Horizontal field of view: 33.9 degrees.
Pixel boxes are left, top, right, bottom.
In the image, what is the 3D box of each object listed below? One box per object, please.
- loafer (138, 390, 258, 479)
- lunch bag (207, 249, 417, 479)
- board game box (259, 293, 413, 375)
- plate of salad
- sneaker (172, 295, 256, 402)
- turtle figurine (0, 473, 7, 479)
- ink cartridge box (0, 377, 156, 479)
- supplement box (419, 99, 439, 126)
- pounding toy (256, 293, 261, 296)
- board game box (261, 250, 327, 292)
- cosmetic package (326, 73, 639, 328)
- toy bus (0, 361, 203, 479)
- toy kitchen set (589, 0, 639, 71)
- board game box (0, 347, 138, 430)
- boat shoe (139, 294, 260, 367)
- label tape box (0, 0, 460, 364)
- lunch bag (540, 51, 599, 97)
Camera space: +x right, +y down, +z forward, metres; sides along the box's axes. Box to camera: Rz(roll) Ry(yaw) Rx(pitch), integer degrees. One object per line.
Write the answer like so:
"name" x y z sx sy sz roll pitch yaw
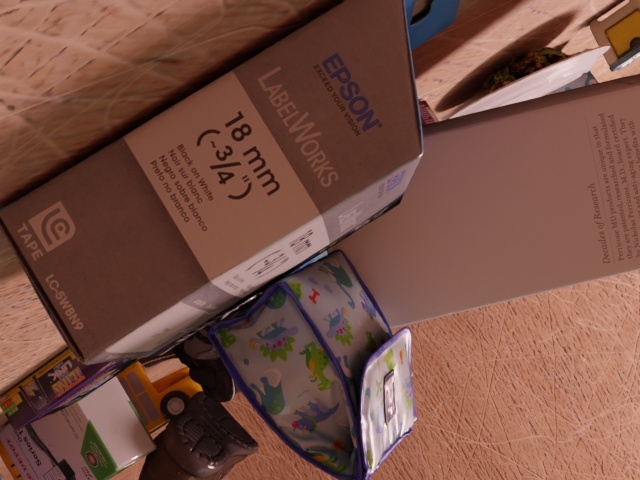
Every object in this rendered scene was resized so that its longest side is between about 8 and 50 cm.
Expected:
"loafer" -0.204 0.328 1.640 0.130 0.134 0.366 -45 170 4
"lunch bag" 0.009 0.095 0.772 0.096 0.151 0.129 -33 177 24
"board game box" -0.011 0.204 1.995 0.232 0.291 0.141 -29 174 -38
"plate of salad" 0.232 -0.186 1.198 0.199 0.048 0.200 -23 179 -1
"sneaker" -0.108 0.110 1.324 0.101 0.153 0.268 -29 173 -37
"turtle figurine" -0.469 0.311 1.330 0.175 0.118 0.234 -35 169 22
"ink cartridge box" -0.355 0.288 1.517 0.208 0.153 0.087 -38 172 38
"supplement box" 0.104 -0.096 1.063 0.043 0.083 0.055 -34 174 24
"pounding toy" -0.086 0.090 1.712 0.236 0.110 0.183 -2 -179 -9
"board game box" 0.000 0.000 1.523 0.210 0.047 0.160 -33 174 11
"cosmetic package" 0.179 -0.044 0.914 0.365 0.155 0.197 -14 -173 3
"toy bus" -0.362 0.308 1.772 0.332 0.130 0.108 -31 173 -13
"toy kitchen set" 0.401 -0.250 1.186 0.166 0.122 0.207 -34 174 14
"board game box" -0.288 0.157 1.288 0.170 0.048 0.141 -35 175 20
"boat shoe" -0.116 0.149 1.488 0.341 0.123 0.123 -16 178 22
"label tape box" -0.013 -0.050 0.693 0.333 0.106 0.240 -32 175 -1
"lunch bag" 0.275 -0.159 1.402 0.176 0.090 0.219 -35 180 -3
